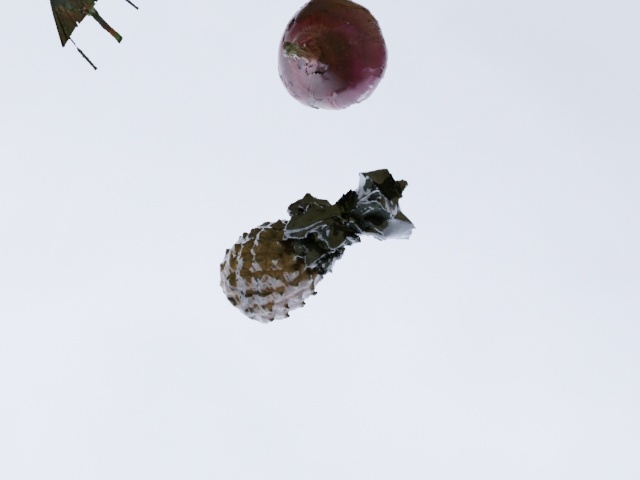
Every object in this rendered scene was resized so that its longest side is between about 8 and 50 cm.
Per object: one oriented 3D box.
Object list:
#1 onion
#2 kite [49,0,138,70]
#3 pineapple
[{"bbox_3d":[0.000,-0.236,1.222,0.150,0.150,0.140,41,-164,23],"label":"onion"},{"bbox_3d":[-0.359,-0.361,1.500,0.160,0.010,0.183,45,-133,-27],"label":"kite"},{"bbox_3d":[0.000,0.000,1.101,0.111,0.237,0.119,57,-152,-2],"label":"pineapple"}]
